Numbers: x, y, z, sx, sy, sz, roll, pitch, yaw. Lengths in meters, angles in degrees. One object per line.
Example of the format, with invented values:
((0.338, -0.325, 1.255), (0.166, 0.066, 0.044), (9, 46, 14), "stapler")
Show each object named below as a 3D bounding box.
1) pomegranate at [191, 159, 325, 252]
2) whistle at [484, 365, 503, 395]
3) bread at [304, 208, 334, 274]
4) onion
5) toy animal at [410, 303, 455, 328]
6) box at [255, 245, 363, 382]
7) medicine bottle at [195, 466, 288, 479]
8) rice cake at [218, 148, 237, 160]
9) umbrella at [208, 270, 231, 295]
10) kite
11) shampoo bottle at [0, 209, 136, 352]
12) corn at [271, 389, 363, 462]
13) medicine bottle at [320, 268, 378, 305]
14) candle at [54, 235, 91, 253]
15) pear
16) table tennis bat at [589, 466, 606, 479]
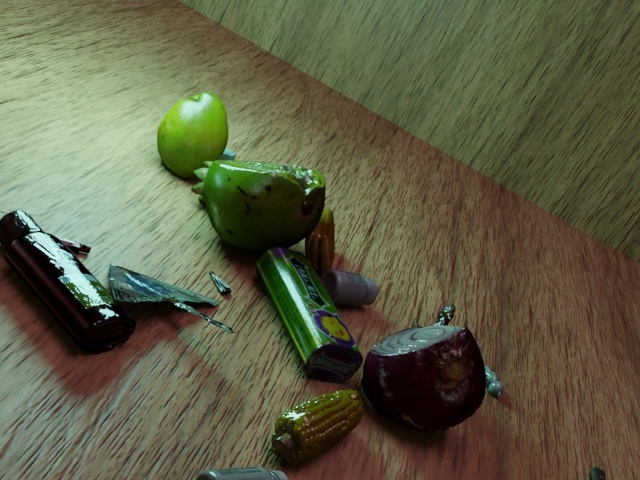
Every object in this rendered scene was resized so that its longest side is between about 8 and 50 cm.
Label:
((-0.163, -0.084, 2.025), (0.358, 0.216, 0.309), (9, 11, 36), "pomegranate")
((0.413, 0.337, 2.024), (0.035, 0.035, 0.100), (19, 25, -23), "whistle")
((0.000, 0.000, 2.142), (0.077, 0.116, 0.200), (4, 25, 3), "bread")
((0.208, 0.291, 1.705), (0.206, 0.216, 0.207), (-24, 91, -24), "onion")
((0.244, 0.218, 1.915), (0.089, 0.179, 0.188), (29, -2, -7), "toy animal")
((-0.033, 0.152, 1.820), (0.134, 0.097, 0.345), (22, 24, -37), "box")
((-0.118, 0.387, 1.283), (0.140, 0.079, 0.079), (7, 32, -39), "medicine bottle")
((-0.332, -0.250, 2.335), (0.211, 0.043, 0.034), (13, 34, -32), "rice cake")
((-0.216, 0.094, 1.824), (0.031, 0.020, 0.083), (1, 31, -48), "umbrella")
((-0.298, 0.112, 1.627), (0.314, 0.011, 0.335), (26, 8, 24), "kite")
((-0.470, 0.067, 1.513), (0.323, 0.084, 0.129), (42, 22, 27), "shampoo bottle")
((-0.001, 0.329, 1.511), (0.097, 0.097, 0.261), (41, 25, 23), "corn")
((0.068, 0.116, 2.018), (0.130, 0.080, 0.080), (12, 29, -36), "medicine bottle")
((-0.534, -0.003, 1.654), (0.167, 0.021, 0.026), (18, 26, -25), "candle")
((-0.330, -0.282, 2.188), (0.187, 0.220, 0.187), (21, 24, -10), "pear")
((0.600, 0.576, 1.786), (0.154, 0.021, 0.274), (29, 26, -1), "table tennis bat")
